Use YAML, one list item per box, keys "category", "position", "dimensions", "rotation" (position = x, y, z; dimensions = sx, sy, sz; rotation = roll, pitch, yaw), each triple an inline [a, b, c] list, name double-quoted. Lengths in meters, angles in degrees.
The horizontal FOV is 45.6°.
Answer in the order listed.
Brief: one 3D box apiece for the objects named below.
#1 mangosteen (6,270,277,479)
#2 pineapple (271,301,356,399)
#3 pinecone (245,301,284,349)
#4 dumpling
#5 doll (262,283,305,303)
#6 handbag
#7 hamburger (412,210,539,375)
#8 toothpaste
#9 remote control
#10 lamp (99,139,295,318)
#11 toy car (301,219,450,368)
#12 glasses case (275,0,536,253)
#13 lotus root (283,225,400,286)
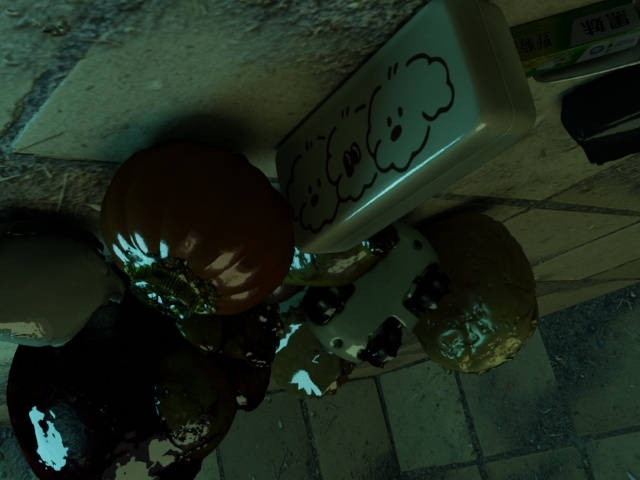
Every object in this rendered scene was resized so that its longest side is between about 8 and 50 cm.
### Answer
- category: "mangosteen"
  position: [-0.289, 0.205, 1.209]
  dimensions: [0.421, 0.381, 0.381]
  rotation: [-49, 157, 6]
- category: "pineapple"
  position: [0.002, 0.235, 1.819]
  dimensions: [0.222, 0.223, 0.357]
  rotation: [-18, -178, 15]
- category: "pinecone"
  position: [-0.159, 0.165, 1.463]
  dimensions: [0.150, 0.179, 0.195]
  rotation: [-11, -165, 44]
- category: "dumpling"
  position: [-0.391, 0.046, 0.969]
  dimensions: [0.204, 0.163, 0.293]
  rotation: [18, -170, 42]
- category: "doll"
  position: [-0.047, 0.030, 1.271]
  dimensions: [0.188, 0.096, 0.145]
  rotation: [-45, 175, 12]
- category: "handbag"
  position: [0.453, -0.172, 0.997]
  dimensions: [0.246, 0.080, 0.223]
  rotation: [-21, 163, 26]
- category: "hamburger"
  position: [0.261, 0.096, 1.369]
  dimensions: [0.259, 0.283, 0.144]
  rotation: [-34, 166, 28]
- category: "toothpaste"
  position: [0.234, -0.202, 0.784]
  dimensions: [0.178, 0.043, 0.037]
  rotation: [-15, 161, 5]
- category: "remote control"
  position: [0.341, -0.217, 0.815]
  dimensions: [0.229, 0.044, 0.073]
  rotation: [-13, -156, 14]
- category: "lamp"
  position: [-0.136, -0.012, 0.853]
  dimensions: [0.223, 0.197, 0.223]
  rotation: [16, 148, 10]
- category: "toy car"
  position: [0.082, 0.082, 1.308]
  dimensions: [0.255, 0.188, 0.190]
  rotation: [-53, -168, 0]
- category: "glasses case"
  position: [0.069, -0.104, 0.801]
  dimensions: [0.076, 0.144, 0.336]
  rotation: [-2, 159, -33]
- category: "lotus root"
  position: [0.000, 0.000, 1.065]
  dimensions: [0.260, 0.129, 0.145]
  rotation: [1, -163, 44]
